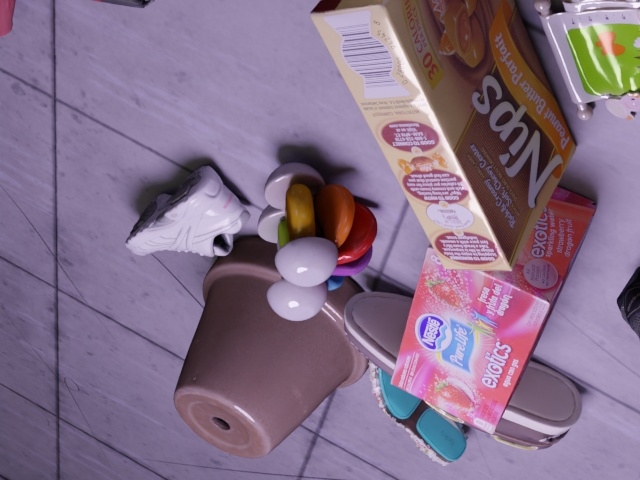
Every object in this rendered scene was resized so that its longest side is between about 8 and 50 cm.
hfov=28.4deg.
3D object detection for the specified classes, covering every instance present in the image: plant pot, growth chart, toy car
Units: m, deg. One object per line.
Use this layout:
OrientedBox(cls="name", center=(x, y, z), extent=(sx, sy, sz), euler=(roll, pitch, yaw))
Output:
OrientedBox(cls="plant pot", center=(-0.078, 0.165, 1.715), extent=(0.263, 0.229, 0.263), euler=(21, 145, 16))
OrientedBox(cls="growth chart", center=(0.310, -0.179, 1.148), extent=(0.237, 0.021, 0.172), euler=(-5, 132, 44))
OrientedBox(cls="toy car", center=(0.000, 0.000, 1.544), extent=(0.136, 0.159, 0.182), euler=(-3, 147, -12))

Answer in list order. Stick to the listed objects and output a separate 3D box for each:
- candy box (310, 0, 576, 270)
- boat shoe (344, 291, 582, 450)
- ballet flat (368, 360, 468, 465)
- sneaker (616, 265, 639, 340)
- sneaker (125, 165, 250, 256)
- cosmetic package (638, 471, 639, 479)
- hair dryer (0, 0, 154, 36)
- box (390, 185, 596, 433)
OrientedBox(cls="candy box", center=(0.127, -0.144, 1.195), extent=(0.087, 0.183, 0.316), euler=(2, 136, 39))
OrientedBox(cls="boat shoe", center=(0.170, 0.173, 1.625), extent=(0.324, 0.117, 0.097), euler=(24, 143, 3))
OrientedBox(cls="ballet flat", center=(0.120, 0.225, 1.759), extent=(0.077, 0.091, 0.241), euler=(15, 143, 54))
OrientedBox(cls="sneaker", center=(0.406, 0.089, 1.356), extent=(0.227, 0.130, 0.087), euler=(19, 116, -30))
OrientedBox(cls="sneaker", center=(-0.179, -0.011, 1.706), extent=(0.115, 0.090, 0.232), euler=(41, 147, -17))
OrientedBox(cls="cosmetic package", center=(0.469, 0.243, 1.313), extent=(0.230, 0.162, 0.453), euler=(-7, 143, 5))
OrientedBox(cls="hair dryer", center=(-0.338, -0.308, 1.468), extent=(0.223, 0.080, 0.293), euler=(47, 144, -20))
OrientedBox(cls="box", center=(0.191, 0.068, 1.439), extent=(0.142, 0.154, 0.300), euler=(26, 147, 12))
